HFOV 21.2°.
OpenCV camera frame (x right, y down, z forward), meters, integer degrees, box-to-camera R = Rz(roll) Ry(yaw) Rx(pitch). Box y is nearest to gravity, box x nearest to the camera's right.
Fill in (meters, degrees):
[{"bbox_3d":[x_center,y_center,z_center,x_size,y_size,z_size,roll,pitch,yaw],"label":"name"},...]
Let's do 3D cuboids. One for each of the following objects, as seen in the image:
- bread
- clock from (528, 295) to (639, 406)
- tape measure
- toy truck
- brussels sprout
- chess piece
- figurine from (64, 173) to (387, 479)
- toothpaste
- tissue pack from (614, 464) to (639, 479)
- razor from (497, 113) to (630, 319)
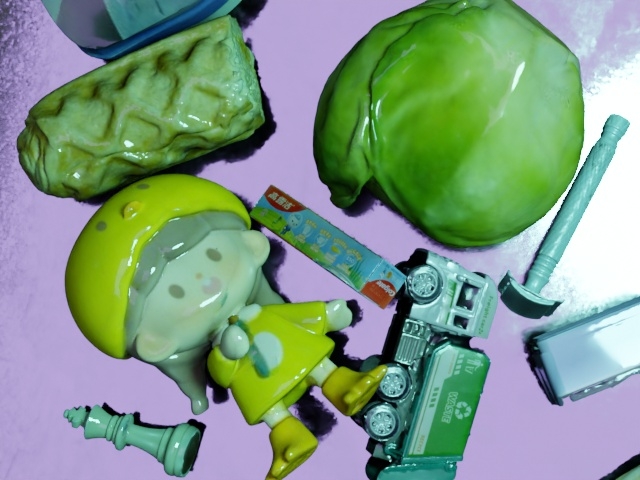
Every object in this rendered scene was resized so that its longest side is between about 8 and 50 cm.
[{"bbox_3d":[-0.191,-0.130,1.797,0.267,0.152,0.130,-22,95,5],"label":"bread"},{"bbox_3d":[0.289,0.111,1.733,0.144,0.193,0.073,-22,85,2],"label":"clock"},{"bbox_3d":[-0.189,-0.343,1.810,0.262,0.138,0.259,-23,88,3],"label":"tape measure"},{"bbox_3d":[0.105,0.141,1.790,0.124,0.114,0.253,19,90,-9],"label":"toy truck"},{"bbox_3d":[0.135,-0.119,1.743,0.259,0.227,0.294,40,116,-3],"label":"brussels sprout"},{"bbox_3d":[-0.208,0.209,1.838,0.149,0.059,0.059,15,89,10],"label":"chess piece"},{"bbox_3d":[-0.109,0.082,1.742,0.215,0.187,0.343,-36,68,-25],"label":"figurine"},{"bbox_3d":[0.000,0.000,1.766,0.193,0.070,0.044,34,88,43],"label":"toothpaste"},{"bbox_3d":[0.330,0.348,1.774,0.222,0.090,0.186,-35,84,1],"label":"tissue pack"},{"bbox_3d":[0.267,-0.029,1.799,0.068,0.106,0.232,29,81,4],"label":"razor"}]
